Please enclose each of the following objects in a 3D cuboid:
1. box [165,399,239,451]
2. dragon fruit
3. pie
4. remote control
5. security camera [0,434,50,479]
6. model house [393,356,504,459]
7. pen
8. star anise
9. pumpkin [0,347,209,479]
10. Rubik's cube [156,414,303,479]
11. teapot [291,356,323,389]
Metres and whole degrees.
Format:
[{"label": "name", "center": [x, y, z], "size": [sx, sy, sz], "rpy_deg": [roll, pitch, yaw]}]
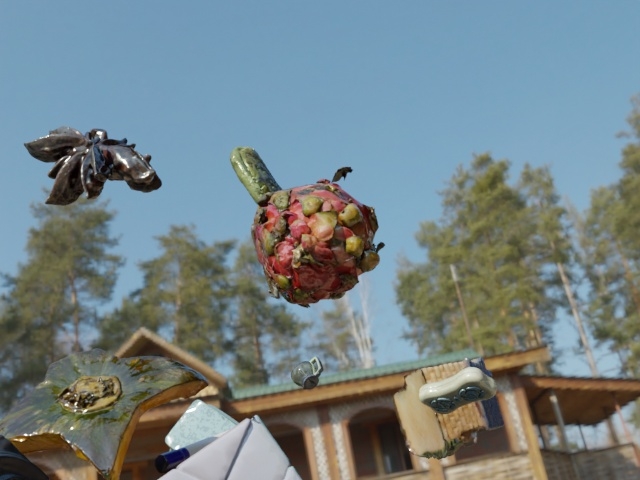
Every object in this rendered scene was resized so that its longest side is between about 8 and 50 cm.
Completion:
[{"label": "box", "center": [-0.253, 0.495, 1.865], "size": [0.227, 0.162, 0.130], "rpy_deg": [28, -22, 26]}, {"label": "dragon fruit", "center": [0.000, 0.000, 1.538], "size": [0.269, 0.250, 0.291], "rpy_deg": [-18, 7, -17]}, {"label": "pie", "center": [-0.122, -0.110, 1.846], "size": [0.078, 0.277, 0.277], "rpy_deg": [-31, -27, 0]}, {"label": "remote control", "center": [0.222, 0.246, 1.258], "size": [0.074, 0.032, 0.122], "rpy_deg": [36, -49, -29]}, {"label": "security camera", "center": [-0.510, 0.429, 1.063], "size": [0.277, 0.191, 0.197], "rpy_deg": [-33, -74, 16]}, {"label": "model house", "center": [0.255, 0.318, 1.490], "size": [0.172, 0.166, 0.183], "rpy_deg": [-12, -17, -21]}, {"label": "pen", "center": [-0.204, 0.381, 1.444], "size": [0.033, 0.033, 0.269], "rpy_deg": [-26, -12, 29]}, {"label": "star anise", "center": [-0.419, -0.146, 1.441], "size": [0.212, 0.282, 0.129], "rpy_deg": [-32, -37, -53]}, {"label": "pumpkin", "center": [-0.370, 0.277, 1.302], "size": [0.258, 0.290, 0.095], "rpy_deg": [10, -60, 18]}, {"label": "Rubik's cube", "center": [-0.137, 0.416, 1.082], "size": [0.221, 0.231, 0.225], "rpy_deg": [-29, -17, -30]}, {"label": "teapot", "center": [-0.028, 0.335, 1.946], "size": [0.088, 0.057, 0.066], "rpy_deg": [-49, -51, 1]}]
